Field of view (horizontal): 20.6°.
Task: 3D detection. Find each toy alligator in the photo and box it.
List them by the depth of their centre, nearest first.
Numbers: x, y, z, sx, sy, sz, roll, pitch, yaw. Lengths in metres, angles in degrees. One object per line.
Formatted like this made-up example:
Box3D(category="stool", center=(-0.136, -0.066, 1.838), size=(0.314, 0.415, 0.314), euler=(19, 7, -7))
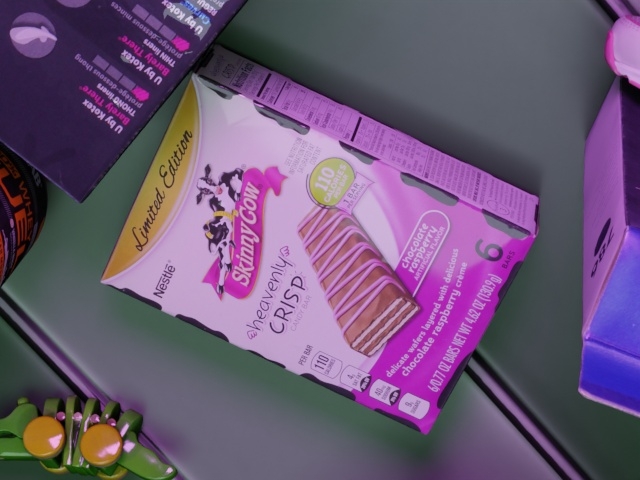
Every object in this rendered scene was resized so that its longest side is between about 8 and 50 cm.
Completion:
Box3D(category="toy alligator", center=(-0.188, 0.129, 1.206), size=(0.190, 0.056, 0.051), euler=(7, 70, 7))

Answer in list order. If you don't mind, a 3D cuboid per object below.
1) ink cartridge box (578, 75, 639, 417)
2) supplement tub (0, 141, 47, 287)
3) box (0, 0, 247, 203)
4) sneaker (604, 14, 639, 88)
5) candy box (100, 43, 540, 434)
Box3D(category="ink cartridge box", center=(0.225, 0.009, 0.944), size=(0.165, 0.332, 0.065), euler=(21, 116, -1))
Box3D(category="supplement tub", center=(-0.237, -0.012, 1.079), size=(0.117, 0.190, 0.117), euler=(3, 113, 7))
Box3D(category="box", center=(-0.097, -0.182, 1.005), size=(0.143, 0.165, 0.270), euler=(38, 111, -8))
Box3D(category="sneaker", center=(0.289, -0.133, 1.013), size=(0.252, 0.103, 0.111), euler=(-3, 107, 3))
Box3D(category="candy box", center=(0.000, 0.000, 1.114), size=(0.233, 0.071, 0.159), euler=(25, 113, -2))
